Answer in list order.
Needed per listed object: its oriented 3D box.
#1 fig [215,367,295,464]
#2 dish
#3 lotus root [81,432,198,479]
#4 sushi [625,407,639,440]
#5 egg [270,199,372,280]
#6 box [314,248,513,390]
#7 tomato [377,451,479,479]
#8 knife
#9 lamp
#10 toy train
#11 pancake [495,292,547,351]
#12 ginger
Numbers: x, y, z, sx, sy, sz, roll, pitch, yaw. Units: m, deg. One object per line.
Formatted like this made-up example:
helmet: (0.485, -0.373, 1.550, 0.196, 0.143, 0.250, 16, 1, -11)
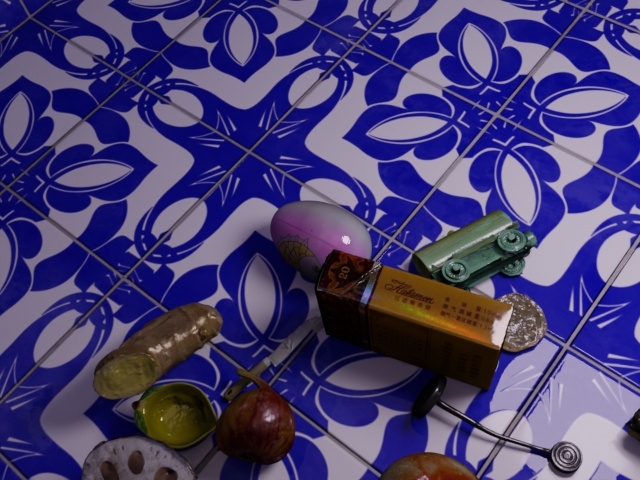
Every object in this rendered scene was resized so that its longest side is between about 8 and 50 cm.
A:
fig: (-0.132, 0.384, 1.641, 0.175, 0.175, 0.207, 8, 51, 11)
dish: (-0.324, 0.405, 1.693, 0.207, 0.080, 0.149, 12, 64, 12)
lotus root: (-0.371, 0.540, 1.559, 0.272, 0.192, 0.272, 0, 70, 0)
sushi: (0.783, 0.438, 1.528, 0.291, 0.131, 0.139, 33, 45, 30)
egg: (0.000, 0.000, 1.834, 0.271, 0.196, 0.196, 28, 65, 38)
box: (0.201, 0.179, 1.659, 0.415, 0.264, 0.116, 17, 65, 17)
tomato: (0.214, 0.561, 1.444, 0.270, 0.223, 0.270, 17, 32, -11)
knife: (-0.109, 0.276, 1.733, 0.298, 0.017, 0.047, -42, 37, -1)
lamp: (0.377, 0.403, 1.594, 0.371, 0.108, 0.130, 26, 65, 20)
toy train: (0.372, 0.028, 1.808, 0.307, 0.126, 0.189, -27, 60, -9)
pancake: (0.458, 0.194, 1.759, 0.151, 0.025, 0.152, -3, 60, 4)
ginger: (-0.379, 0.249, 1.733, 0.190, 0.126, 0.354, 3, 26, 40)
